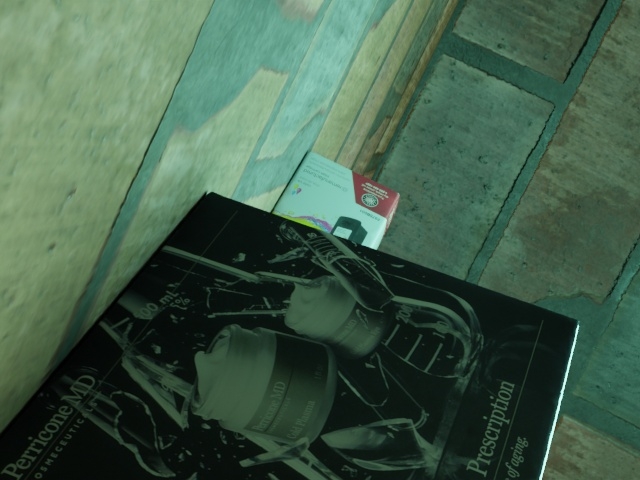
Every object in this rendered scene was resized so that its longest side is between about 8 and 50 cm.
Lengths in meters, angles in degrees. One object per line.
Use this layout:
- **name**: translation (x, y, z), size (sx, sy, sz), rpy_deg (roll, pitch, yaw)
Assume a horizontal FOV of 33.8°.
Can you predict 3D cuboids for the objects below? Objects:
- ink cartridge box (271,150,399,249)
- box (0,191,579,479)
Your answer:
- **ink cartridge box**: translation (0.000, 0.000, 1.256), size (0.175, 0.127, 0.072), rpy_deg (-61, 174, -29)
- **box**: translation (-0.017, 0.164, 0.734), size (0.343, 0.312, 0.179), rpy_deg (-58, 163, -51)
